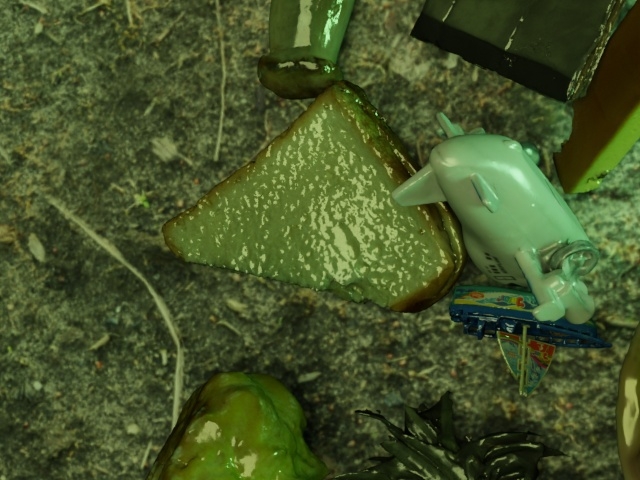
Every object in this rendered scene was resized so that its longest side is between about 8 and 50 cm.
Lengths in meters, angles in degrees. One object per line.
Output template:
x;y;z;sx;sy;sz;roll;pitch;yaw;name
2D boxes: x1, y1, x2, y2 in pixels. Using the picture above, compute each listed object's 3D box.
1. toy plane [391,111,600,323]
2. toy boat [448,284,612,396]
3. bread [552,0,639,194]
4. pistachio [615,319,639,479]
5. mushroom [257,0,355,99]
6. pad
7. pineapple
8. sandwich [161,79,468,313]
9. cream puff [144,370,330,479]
0.185;-0.026;1.255;0.122;0.267;0.267;-37;82;18;toy plane
0.219;0.111;1.326;0.174;0.091;0.110;7;75;10;toy boat
0.304;-0.149;1.265;0.226;0.049;0.088;121;143;-45;bread
0.474;0.215;1.160;0.365;0.281;0.446;-34;90;-13;pistachio
0.002;-0.308;1.381;0.099;0.081;0.312;11;91;4;mushroom
0.210;-0.257;1.306;0.233;0.022;0.174;32;102;38;pad
0.194;0.273;1.308;0.364;0.165;0.166;30;99;15;pineapple
-0.002;0.000;1.369;0.288;0.099;0.254;-36;85;20;sandwich
-0.095;0.280;1.341;0.185;0.282;0.282;27;100;-10;cream puff
